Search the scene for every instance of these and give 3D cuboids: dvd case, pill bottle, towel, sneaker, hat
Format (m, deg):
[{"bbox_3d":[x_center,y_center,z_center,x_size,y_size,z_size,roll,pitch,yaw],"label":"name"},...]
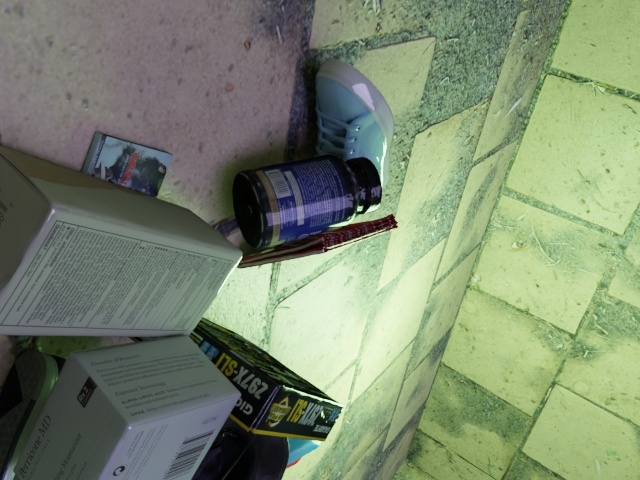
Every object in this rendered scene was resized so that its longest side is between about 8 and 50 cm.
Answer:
[{"bbox_3d":[-0.239,-0.079,0.717,0.119,0.013,0.087,10,106,-62],"label":"dvd case"},{"bbox_3d":[-0.018,-0.069,0.925,0.219,0.123,0.123,-14,132,-25],"label":"pill bottle"},{"bbox_3d":[0.000,0.000,1.062,0.274,0.198,0.031,-17,94,-56],"label":"towel"},{"bbox_3d":[-0.351,0.259,0.751,0.226,0.086,0.163,-61,152,-5],"label":"sneaker"},{"bbox_3d":[-0.220,0.409,1.074,0.331,0.133,0.332,-13,109,-43],"label":"hat"},{"bbox_3d":[0.044,-0.147,1.035,0.150,0.135,0.366,-56,153,-19],"label":"sneaker"}]

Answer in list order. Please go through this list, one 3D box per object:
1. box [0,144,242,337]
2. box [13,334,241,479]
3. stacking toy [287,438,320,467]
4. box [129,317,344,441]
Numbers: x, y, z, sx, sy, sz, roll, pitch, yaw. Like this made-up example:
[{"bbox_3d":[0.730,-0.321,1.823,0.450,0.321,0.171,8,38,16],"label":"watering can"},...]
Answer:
[{"bbox_3d":[-0.241,0.019,0.664,0.148,0.121,0.311,-55,155,5],"label":"box"},{"bbox_3d":[-0.222,0.224,0.690,0.181,0.119,0.181,4,120,-58],"label":"box"},{"bbox_3d":[-0.149,0.502,1.313,0.175,0.165,0.302,-10,135,-48],"label":"stacking toy"},{"bbox_3d":[-0.121,0.213,0.938,0.079,0.257,0.322,-59,155,-9],"label":"box"}]
